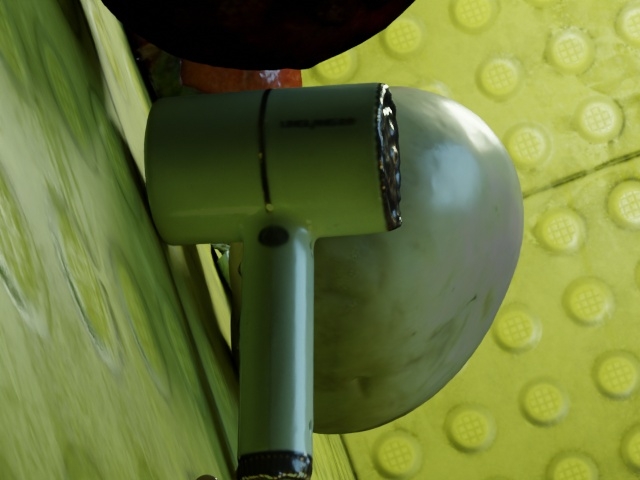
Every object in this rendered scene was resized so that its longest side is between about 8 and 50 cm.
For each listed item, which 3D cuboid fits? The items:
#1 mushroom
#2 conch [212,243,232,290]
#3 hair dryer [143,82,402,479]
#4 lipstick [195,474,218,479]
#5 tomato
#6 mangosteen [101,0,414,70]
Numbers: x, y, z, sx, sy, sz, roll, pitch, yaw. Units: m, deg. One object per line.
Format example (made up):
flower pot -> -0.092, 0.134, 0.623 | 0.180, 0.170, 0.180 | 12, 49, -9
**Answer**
mushroom -> 0.022, 0.024, 1.530 | 0.353, 0.353, 0.325 | 67, 25, -79
conch -> -0.057, 0.054, 1.801 | 0.135, 0.102, 0.153 | 35, -32, 65
hair dryer -> -0.038, 0.046, 1.266 | 0.128, 0.203, 0.362 | 67, 22, -66
lipstick -> -0.064, 0.168, 1.013 | 0.094, 0.019, 0.019 | 68, 2, -69
tomato -> -0.111, -0.207, 1.808 | 0.309, 0.170, 0.309 | -19, 90, -88
mangosteen -> -0.070, -0.353, 1.320 | 0.421, 0.381, 0.381 | 58, -1, 6
